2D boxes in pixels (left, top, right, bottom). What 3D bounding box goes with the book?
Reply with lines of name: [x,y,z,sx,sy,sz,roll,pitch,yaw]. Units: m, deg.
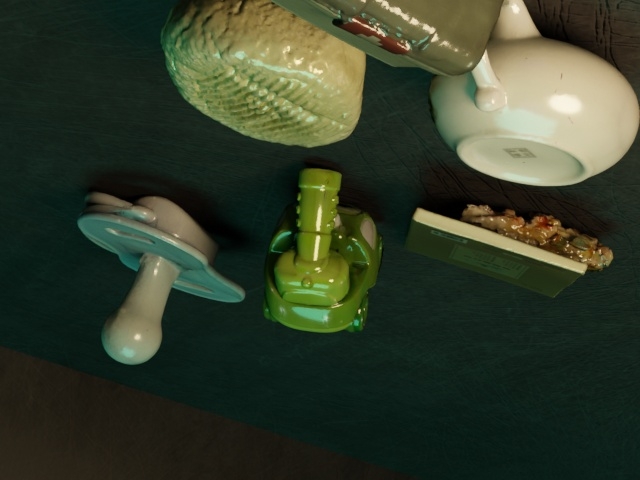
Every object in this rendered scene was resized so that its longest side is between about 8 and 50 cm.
book: [0.215,0.019,2.204,0.217,0.021,0.310,18,174,3]

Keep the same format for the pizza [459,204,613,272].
pizza: [0.259,-0.008,2.163,0.195,0.052,0.185,20,171,-22]

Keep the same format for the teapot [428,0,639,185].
teapot: [0.204,-0.142,1.671,0.204,0.139,0.298,7,163,27]

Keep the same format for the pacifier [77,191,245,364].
pacifier: [-0.254,0.065,2.481,0.244,0.233,0.299,8,160,27]

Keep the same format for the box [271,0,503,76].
box: [0.053,-0.238,1.489,0.210,0.148,0.129,25,171,-30]

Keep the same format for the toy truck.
toy truck: [-0.002,0.021,2.225,0.148,0.187,0.210,8,161,8]

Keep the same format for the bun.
bun: [-0.052,-0.189,1.726,0.220,0.134,0.220,17,160,6]
